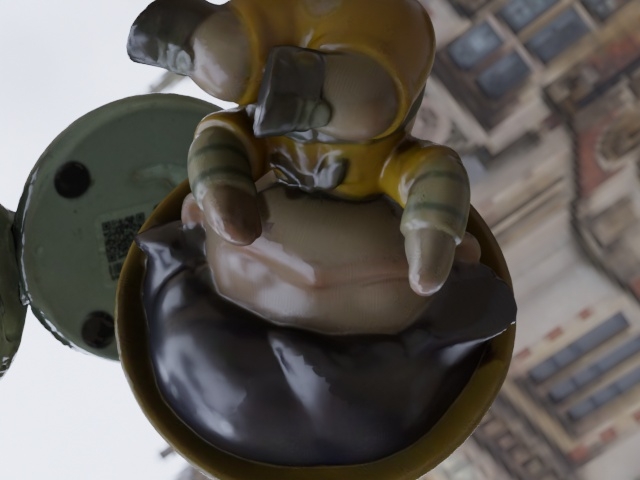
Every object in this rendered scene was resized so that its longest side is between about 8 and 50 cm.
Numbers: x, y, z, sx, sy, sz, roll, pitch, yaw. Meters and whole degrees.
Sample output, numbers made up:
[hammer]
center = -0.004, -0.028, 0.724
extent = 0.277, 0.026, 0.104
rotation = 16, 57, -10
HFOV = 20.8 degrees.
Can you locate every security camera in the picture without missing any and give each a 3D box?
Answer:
[security camera]
center = -0.166, 0.007, 0.953
extent = 0.080, 0.301, 0.157
rotation = -139, 38, -62

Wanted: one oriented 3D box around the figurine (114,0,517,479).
[figurine]
center = 0.002, -0.003, 0.813
extent = 0.192, 0.257, 0.167
rotation = 19, -141, 15
